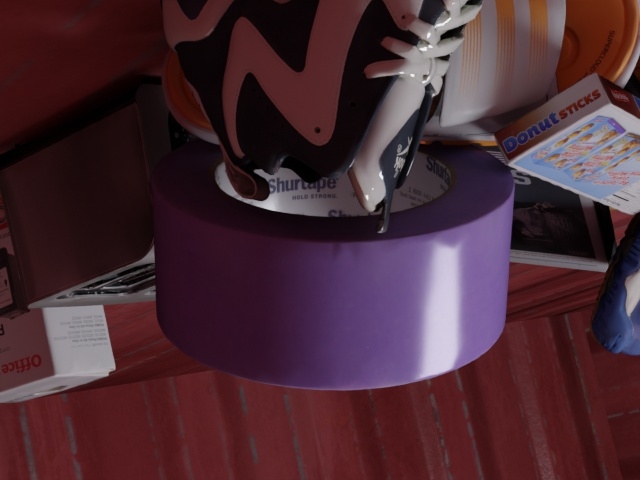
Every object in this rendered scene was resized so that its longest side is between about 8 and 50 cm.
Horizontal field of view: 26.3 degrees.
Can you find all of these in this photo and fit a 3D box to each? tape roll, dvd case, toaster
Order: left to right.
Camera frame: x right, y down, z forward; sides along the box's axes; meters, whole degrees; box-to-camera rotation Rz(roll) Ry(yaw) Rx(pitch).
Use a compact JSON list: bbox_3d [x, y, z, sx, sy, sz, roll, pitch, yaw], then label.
[{"bbox_3d":[-0.109,-0.027,0.907,0.186,0.110,0.168,-20,167,39],"label":"toaster"},{"bbox_3d":[0.006,0.001,0.724,0.189,0.080,0.189,0,-159,0],"label":"tape roll"},{"bbox_3d":[0.094,-0.041,0.894,0.179,0.029,0.238,7,161,20],"label":"dvd case"}]

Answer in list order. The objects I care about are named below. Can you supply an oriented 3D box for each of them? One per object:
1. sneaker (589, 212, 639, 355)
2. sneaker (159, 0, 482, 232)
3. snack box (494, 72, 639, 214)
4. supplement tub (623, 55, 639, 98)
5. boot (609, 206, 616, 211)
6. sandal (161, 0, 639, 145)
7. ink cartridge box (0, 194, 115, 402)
[{"bbox_3d":[0.296,-0.032,0.889,0.296,0.131,0.112,-54,178,3],"label":"sneaker"},{"bbox_3d":[0.044,-0.086,0.620,0.235,0.153,0.094,-15,172,14],"label":"sneaker"},{"bbox_3d":[0.166,-0.049,0.766,0.064,0.022,0.178,-31,157,26],"label":"snack box"},{"bbox_3d":[0.194,-0.104,0.860,0.106,0.106,0.198,-7,169,-32],"label":"supplement tub"},{"bbox_3d":[0.252,-0.078,1.158,0.211,0.104,0.295,-11,177,-43],"label":"boot"},{"bbox_3d":[0.049,-0.097,0.718,0.265,0.102,0.076,-10,173,-5],"label":"sandal"},{"bbox_3d":[-0.224,0.039,1.017,0.109,0.150,0.063,-19,169,34],"label":"ink cartridge box"}]
